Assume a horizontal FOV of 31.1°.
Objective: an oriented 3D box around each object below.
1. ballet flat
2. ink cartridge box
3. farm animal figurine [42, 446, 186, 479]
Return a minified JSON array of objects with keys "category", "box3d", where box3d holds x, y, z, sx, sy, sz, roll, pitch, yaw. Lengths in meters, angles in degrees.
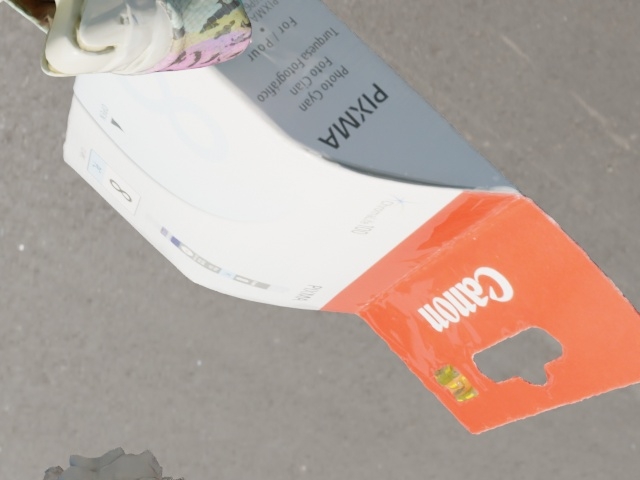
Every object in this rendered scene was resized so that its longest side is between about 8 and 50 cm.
[{"category":"ballet flat","box3d":[-0.126,-0.122,0.503,0.221,0.079,0.077,33,132,-31]},{"category":"ink cartridge box","box3d":[0.000,0.000,0.755,0.385,0.091,0.308,45,157,0]},{"category":"farm animal figurine","box3d":[0.051,0.223,0.307,0.327,0.330,0.172,-3,-174,42]}]
